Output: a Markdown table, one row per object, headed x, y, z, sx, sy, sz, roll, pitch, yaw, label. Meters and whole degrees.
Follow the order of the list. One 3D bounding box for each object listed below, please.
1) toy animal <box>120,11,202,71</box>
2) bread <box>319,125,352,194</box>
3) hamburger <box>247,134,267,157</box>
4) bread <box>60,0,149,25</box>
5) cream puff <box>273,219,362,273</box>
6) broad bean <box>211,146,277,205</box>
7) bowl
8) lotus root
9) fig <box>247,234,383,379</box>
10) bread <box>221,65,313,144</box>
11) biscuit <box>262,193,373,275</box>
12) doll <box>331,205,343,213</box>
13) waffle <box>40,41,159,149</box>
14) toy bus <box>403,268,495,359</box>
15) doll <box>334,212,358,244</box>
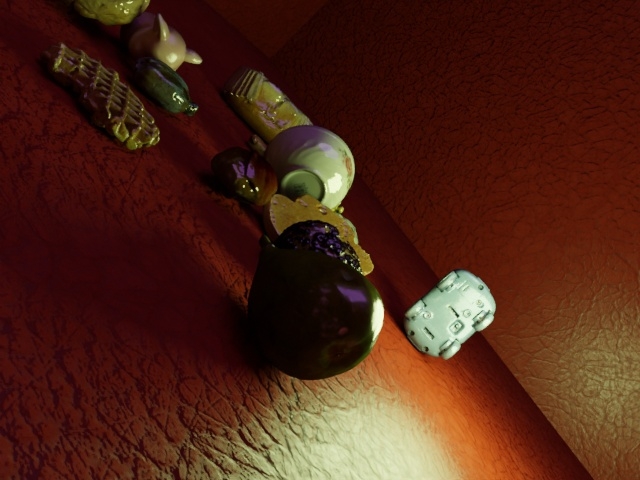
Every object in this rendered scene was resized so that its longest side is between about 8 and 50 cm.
| x | y | z | sx | sy | sz | roll | pitch | yaw | label |
| --- | --- | --- | --- | --- | --- | --- | --- | --- | --- |
| -0.452 | -0.526 | 1.660 | 0.248 | 0.149 | 0.165 | 33 | 6 | 39 | toy animal |
| 0.024 | -0.316 | 2.538 | 0.295 | 0.114 | 0.328 | 61 | 12 | -22 | bread |
| -0.207 | -0.314 | 2.061 | 0.083 | 0.044 | 0.076 | 43 | 16 | -14 | hamburger |
| -0.553 | -0.624 | 1.549 | 0.244 | 0.134 | 0.244 | 25 | 24 | -12 | bread |
| -0.001 | 0.060 | 1.412 | 0.239 | 0.165 | 0.239 | 48 | 12 | -14 | cream puff |
| -0.186 | -0.151 | 1.508 | 0.156 | 0.122 | 0.228 | 61 | 18 | 6 | broad bean |
| -0.042 | -0.180 | 1.785 | 0.277 | 0.277 | 0.145 | 43 | 28 | -23 | bowl |
| -0.392 | -0.384 | 1.575 | 0.192 | 0.088 | 0.113 | 39 | 25 | -40 | lotus root |
| -0.014 | 0.112 | 1.113 | 0.233 | 0.233 | 0.314 | 44 | 9 | -19 | fig |
| -0.197 | -0.473 | 2.316 | 0.388 | 0.183 | 0.236 | 40 | -1 | -10 | bread |
| -0.003 | 0.002 | 1.661 | 0.376 | 0.051 | 0.269 | 29 | 41 | -29 | biscuit |
| -0.055 | -0.165 | 1.931 | 0.291 | 0.086 | 0.117 | 30 | -21 | -11 | doll |
| -0.431 | -0.284 | 1.239 | 0.253 | 0.056 | 0.249 | 56 | 15 | 23 | waffle |
| 0.405 | 0.232 | 1.987 | 0.197 | 0.294 | 0.232 | 47 | 3 | 6 | toy bus |
| 0.046 | -0.017 | 1.914 | 0.275 | 0.113 | 0.155 | 16 | 55 | -75 | doll |
